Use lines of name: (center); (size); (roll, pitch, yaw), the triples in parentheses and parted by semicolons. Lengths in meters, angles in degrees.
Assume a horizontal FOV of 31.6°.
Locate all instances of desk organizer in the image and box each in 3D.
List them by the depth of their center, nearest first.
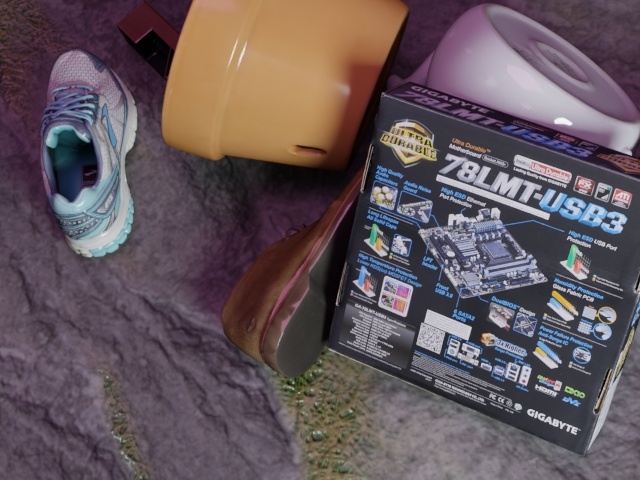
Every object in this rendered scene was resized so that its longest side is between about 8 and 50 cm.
desk organizer: (-0.198, -0.244, 1.435); (0.050, 0.047, 0.130); (-42, 64, -7)

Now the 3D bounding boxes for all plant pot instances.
plant pot: (-0.028, -0.206, 1.270); (0.204, 0.291, 0.290); (21, 70, 2)

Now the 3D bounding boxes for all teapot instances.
teapot: (0.208, -0.116, 1.216); (0.253, 0.187, 0.256); (30, 26, -11)

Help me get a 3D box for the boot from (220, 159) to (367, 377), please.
boot: (0.000, 0.000, 1.252); (0.115, 0.112, 0.305); (21, 67, 39)

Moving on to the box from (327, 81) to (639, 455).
box: (0.171, 0.026, 1.114); (0.296, 0.293, 0.073); (21, 26, 21)

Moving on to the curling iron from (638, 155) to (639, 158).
curling iron: (0.316, -0.038, 1.239); (0.068, 0.035, 0.274); (35, 76, 24)

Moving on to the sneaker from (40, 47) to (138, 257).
sneaker: (-0.282, -0.128, 1.352); (0.110, 0.122, 0.283); (-15, 62, 4)
